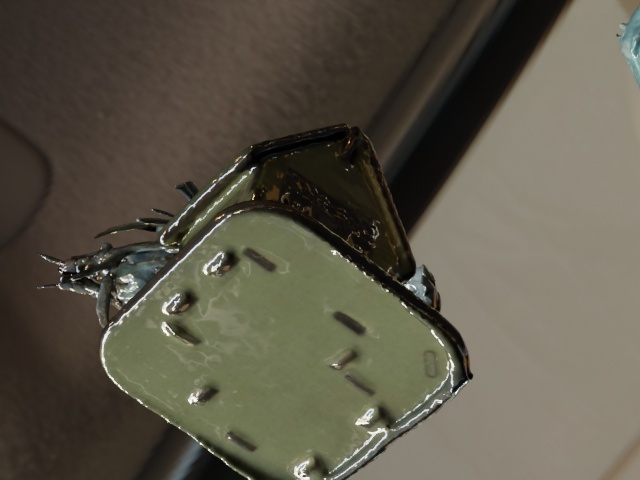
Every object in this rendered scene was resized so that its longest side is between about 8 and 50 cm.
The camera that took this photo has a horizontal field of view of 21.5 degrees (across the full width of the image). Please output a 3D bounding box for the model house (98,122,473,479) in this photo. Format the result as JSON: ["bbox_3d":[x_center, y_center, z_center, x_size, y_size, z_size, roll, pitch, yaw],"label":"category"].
[{"bbox_3d":[0.000,0.000,1.208,0.205,0.278,0.218,37,-51,-16],"label":"model house"}]

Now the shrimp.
[{"bbox_3d":[-0.089,0.054,1.694,0.411,0.166,0.221,4,-86,-3],"label":"shrimp"}]

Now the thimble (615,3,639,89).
[{"bbox_3d":[0.444,-0.205,1.883,0.143,0.235,0.198,0,-76,-78],"label":"thimble"}]
